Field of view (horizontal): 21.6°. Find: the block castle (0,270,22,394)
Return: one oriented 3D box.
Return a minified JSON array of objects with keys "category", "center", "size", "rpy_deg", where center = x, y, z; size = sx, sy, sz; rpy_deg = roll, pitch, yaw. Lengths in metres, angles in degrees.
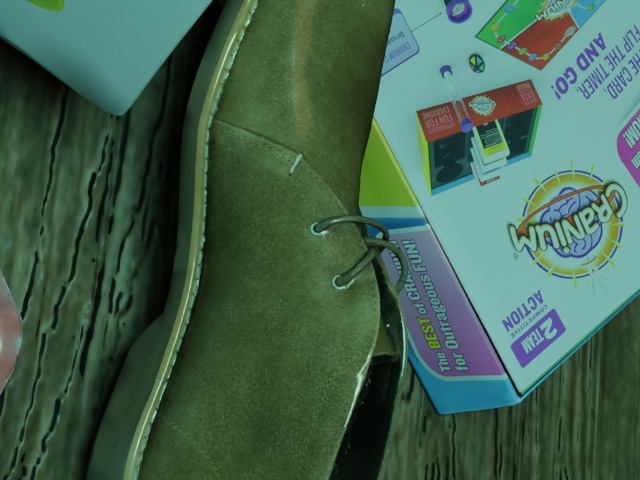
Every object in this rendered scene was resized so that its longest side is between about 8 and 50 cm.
[{"category":"block castle","center":[-0.330,0.029,0.456],"size":[0.453,0.213,0.303],"rpy_deg":[-34,101,-38]}]

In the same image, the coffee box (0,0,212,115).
[{"category":"coffee box","center":[-0.078,-0.318,0.615],"size":[0.338,0.334,0.338],"rpy_deg":[36,59,-9]}]

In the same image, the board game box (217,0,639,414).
[{"category":"board game box","center":[0.083,-0.104,0.894],"size":[0.242,0.064,0.316],"rpy_deg":[-34,101,-37]}]

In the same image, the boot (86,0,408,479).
[{"category":"boot","center":[0.000,0.000,0.723],"size":[0.112,0.115,0.305],"rpy_deg":[18,86,-55]}]
